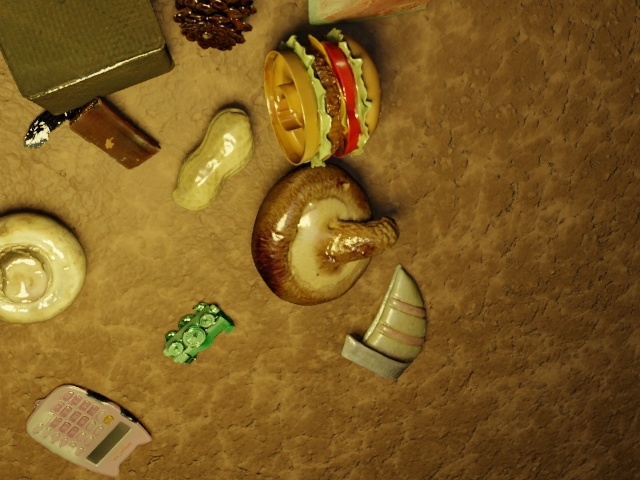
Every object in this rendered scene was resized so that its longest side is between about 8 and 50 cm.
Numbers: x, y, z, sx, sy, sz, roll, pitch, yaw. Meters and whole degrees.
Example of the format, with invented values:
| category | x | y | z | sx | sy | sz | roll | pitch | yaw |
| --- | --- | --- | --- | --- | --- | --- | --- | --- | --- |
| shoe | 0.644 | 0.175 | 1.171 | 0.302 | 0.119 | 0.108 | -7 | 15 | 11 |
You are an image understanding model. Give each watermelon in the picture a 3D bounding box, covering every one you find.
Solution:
| category | x | y | z | sx | sy | sz | roll | pitch | yaw |
| --- | --- | --- | --- | --- | --- | --- | --- | --- | --- |
| watermelon | 0.130 | -0.530 | 1.132 | 0.282 | 0.293 | 0.250 | 9 | 137 | -22 |

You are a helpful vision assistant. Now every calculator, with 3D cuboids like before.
| category | x | y | z | sx | sy | sz | roll | pitch | yaw |
| --- | --- | --- | --- | --- | --- | --- | --- | --- | --- |
| calculator | -0.594 | 0.479 | 1.399 | 0.194 | 0.043 | 0.294 | -46 | 114 | 4 |

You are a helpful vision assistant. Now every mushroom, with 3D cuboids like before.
| category | x | y | z | sx | sy | sz | roll | pitch | yaw |
| --- | --- | --- | --- | --- | --- | --- | --- | --- | --- |
| mushroom | -0.012 | -0.007 | 1.305 | 0.344 | 0.239 | 0.346 | 0 | 91 | -15 |
| mushroom | -0.619 | 0.066 | 1.150 | 0.254 | 0.184 | 0.255 | -12 | 114 | -29 |

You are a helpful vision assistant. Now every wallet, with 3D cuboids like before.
| category | x | y | z | sx | sy | sz | roll | pitch | yaw |
| --- | --- | --- | --- | --- | --- | --- | --- | --- | --- |
| wallet | -0.426 | -0.217 | 1.141 | 0.095 | 0.026 | 0.176 | -33 | 145 | 13 |

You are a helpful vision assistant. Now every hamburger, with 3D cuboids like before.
| category | x | y | z | sx | sy | sz | roll | pitch | yaw |
| --- | --- | --- | --- | --- | --- | --- | --- | --- | --- |
| hamburger | 0.016 | -0.301 | 1.162 | 0.212 | 0.274 | 0.275 | -18 | 115 | -18 |

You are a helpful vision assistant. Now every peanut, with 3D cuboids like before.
| category | x | y | z | sx | sy | sz | roll | pitch | yaw |
| --- | --- | --- | --- | --- | --- | --- | --- | --- | --- |
| peanut | -0.231 | -0.173 | 1.218 | 0.123 | 0.123 | 0.257 | 29 | 102 | -26 |

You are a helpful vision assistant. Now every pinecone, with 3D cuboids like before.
| category | x | y | z | sx | sy | sz | roll | pitch | yaw |
| --- | --- | --- | --- | --- | --- | --- | --- | --- | --- |
| pinecone | -0.202 | -0.476 | 1.090 | 0.162 | 0.163 | 0.165 | 14 | 85 | -22 |

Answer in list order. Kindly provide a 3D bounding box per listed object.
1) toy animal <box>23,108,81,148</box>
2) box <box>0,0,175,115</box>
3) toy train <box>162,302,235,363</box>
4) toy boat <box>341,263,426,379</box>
| category | x | y | z | sx | sy | sz | roll | pitch | yaw |
| --- | --- | --- | --- | --- | --- | --- | --- | --- | --- |
| toy animal | -0.529 | -0.270 | 1.119 | 0.107 | 0.062 | 0.220 | 31 | 100 | -4 |
| box | -0.436 | -0.377 | 1.026 | 0.273 | 0.143 | 0.184 | -24 | 95 | -7 |
| toy train | -0.310 | 0.237 | 1.380 | 0.178 | 0.071 | 0.104 | -43 | 128 | 0 |
| toy boat | 0.213 | 0.264 | 1.544 | 0.293 | 0.111 | 0.276 | -47 | 125 | -7 |
